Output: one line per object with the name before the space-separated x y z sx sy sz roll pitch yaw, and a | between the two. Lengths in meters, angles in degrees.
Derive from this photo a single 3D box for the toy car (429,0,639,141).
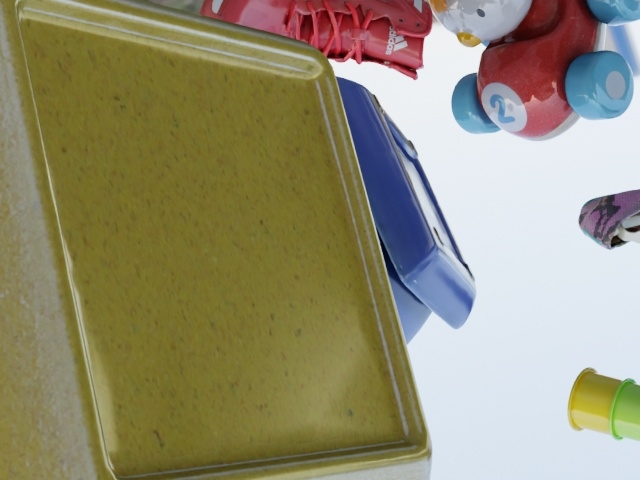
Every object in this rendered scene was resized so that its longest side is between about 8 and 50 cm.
toy car | 0.187 -0.236 1.431 0.219 0.238 0.210 -2 -109 54

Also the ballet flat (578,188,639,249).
ballet flat | 0.398 -0.035 1.500 0.221 0.077 0.079 -18 -131 -12

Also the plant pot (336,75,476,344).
plant pot | 0.000 0.000 1.197 0.212 0.236 0.236 -26 158 11

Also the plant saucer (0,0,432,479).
plant saucer | -0.067 0.012 0.654 0.081 0.333 0.332 -24 163 34

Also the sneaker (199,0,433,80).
sneaker | 0.010 -0.160 0.974 0.128 0.087 0.221 26 -144 17

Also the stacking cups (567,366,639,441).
stacking cups | 0.495 0.257 1.823 0.316 0.096 0.096 14 -143 37
